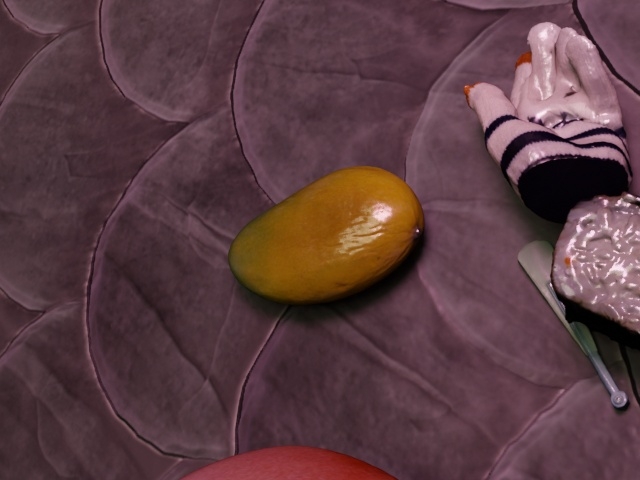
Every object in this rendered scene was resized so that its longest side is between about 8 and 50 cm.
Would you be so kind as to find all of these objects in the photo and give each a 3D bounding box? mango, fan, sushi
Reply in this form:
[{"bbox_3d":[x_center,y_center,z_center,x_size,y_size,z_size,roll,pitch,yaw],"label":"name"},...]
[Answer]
[{"bbox_3d":[0.003,0.005,1.125,0.237,0.091,0.137,-30,53,23],"label":"mango"},{"bbox_3d":[0.246,0.078,0.997,0.038,0.016,0.193,-33,57,13],"label":"fan"},{"bbox_3d":[0.316,0.046,0.901,0.225,0.127,0.124,16,78,26],"label":"sushi"}]

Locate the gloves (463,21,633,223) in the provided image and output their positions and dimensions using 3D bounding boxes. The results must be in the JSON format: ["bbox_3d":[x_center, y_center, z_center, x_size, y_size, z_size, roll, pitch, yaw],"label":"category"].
[{"bbox_3d":[0.233,-0.117,1.033,0.140,0.131,0.218,-27,29,21],"label":"gloves"}]

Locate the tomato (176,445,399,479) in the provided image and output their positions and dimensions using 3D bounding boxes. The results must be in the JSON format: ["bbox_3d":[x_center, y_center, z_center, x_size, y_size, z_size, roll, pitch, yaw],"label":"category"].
[{"bbox_3d":[-0.039,0.326,0.883,0.321,0.321,0.321,-11,65,26],"label":"tomato"}]
